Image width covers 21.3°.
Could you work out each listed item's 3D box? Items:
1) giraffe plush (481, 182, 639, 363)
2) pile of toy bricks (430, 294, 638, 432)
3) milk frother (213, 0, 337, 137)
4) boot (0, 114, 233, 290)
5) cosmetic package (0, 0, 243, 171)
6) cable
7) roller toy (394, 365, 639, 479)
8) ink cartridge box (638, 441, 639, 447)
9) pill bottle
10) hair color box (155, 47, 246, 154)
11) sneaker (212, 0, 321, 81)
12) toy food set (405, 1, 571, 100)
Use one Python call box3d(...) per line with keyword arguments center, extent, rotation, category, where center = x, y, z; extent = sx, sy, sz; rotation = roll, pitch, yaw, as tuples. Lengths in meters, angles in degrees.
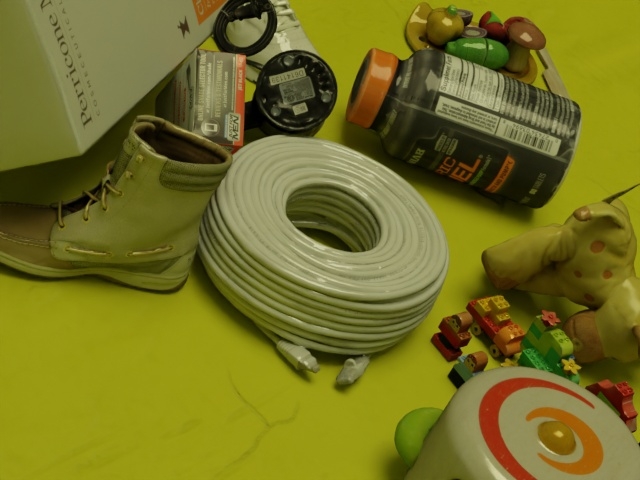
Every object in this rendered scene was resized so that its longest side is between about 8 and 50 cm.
box3d(center=(0.288, 0.051, 1.736), extent=(0.181, 0.210, 0.170), rotation=(-19, 84, -47), category="giraffe plush")
box3d(center=(0.210, 0.115, 1.641), extent=(0.118, 0.105, 0.212), rotation=(-13, 51, -39), category="pile of toy bricks")
box3d(center=(-0.050, -0.179, 1.783), extent=(0.129, 0.143, 0.135), rotation=(2, -3, -5), category="milk frother")
box3d(center=(-0.200, -0.041, 1.544), extent=(0.213, 0.165, 0.077), rotation=(10, 40, -20), category="boot")
box3d(center=(-0.242, -0.253, 1.643), extent=(0.162, 0.230, 0.453), rotation=(-9, 22, 22), category="cosmetic package")
box3d(center=(0.000, 0.000, 1.672), extent=(0.257, 0.089, 0.257), rotation=(37, 39, 15), category="cable")
box3d(center=(0.182, 0.211, 1.478), extent=(0.209, 0.146, 0.191), rotation=(10, 40, -20), category="roller toy")
box3d(center=(0.329, 0.298, 1.435), extent=(0.069, 0.175, 0.371), rotation=(14, 39, -14), category="ink cartridge box")
box3d(center=(0.154, -0.133, 1.885), extent=(0.246, 0.130, 0.130), rotation=(19, 38, -8), category="pill bottle")
box3d(center=(-0.120, -0.116, 1.652), extent=(0.053, 0.167, 0.093), rotation=(5, 77, -17), category="hair color box")
box3d(center=(-0.073, -0.261, 1.938), extent=(0.090, 0.095, 0.235), rotation=(-19, 57, -45), category="sneaker")
box3d(center=(0.218, -0.255, 2.113), extent=(0.218, 0.071, 0.128), rotation=(13, 39, -17), category="toy food set")
